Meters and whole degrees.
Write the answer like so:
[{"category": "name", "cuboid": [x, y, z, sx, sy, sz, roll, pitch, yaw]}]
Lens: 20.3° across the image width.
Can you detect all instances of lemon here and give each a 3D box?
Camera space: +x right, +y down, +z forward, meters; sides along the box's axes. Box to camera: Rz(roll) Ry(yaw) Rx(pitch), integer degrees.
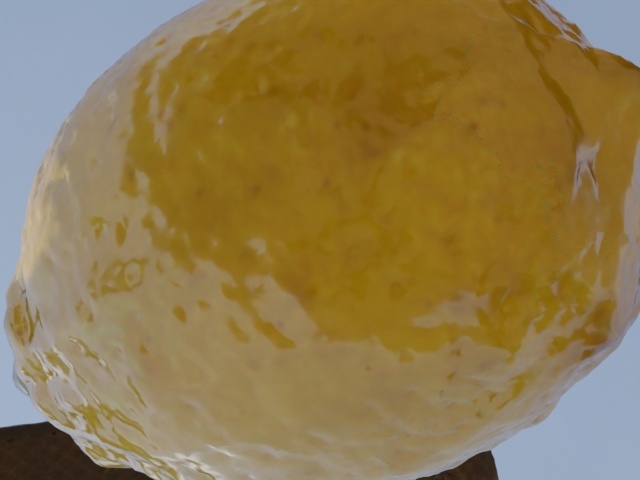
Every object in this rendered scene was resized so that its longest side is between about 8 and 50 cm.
[{"category": "lemon", "cuboid": [0.000, 0.000, 0.379, 0.114, 0.155, 0.114, 48, -152, -36]}]

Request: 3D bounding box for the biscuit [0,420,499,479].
[{"category": "biscuit", "cuboid": [-0.081, 0.163, 1.139, 0.388, 0.073, 0.107, -8, -131, -8]}]
